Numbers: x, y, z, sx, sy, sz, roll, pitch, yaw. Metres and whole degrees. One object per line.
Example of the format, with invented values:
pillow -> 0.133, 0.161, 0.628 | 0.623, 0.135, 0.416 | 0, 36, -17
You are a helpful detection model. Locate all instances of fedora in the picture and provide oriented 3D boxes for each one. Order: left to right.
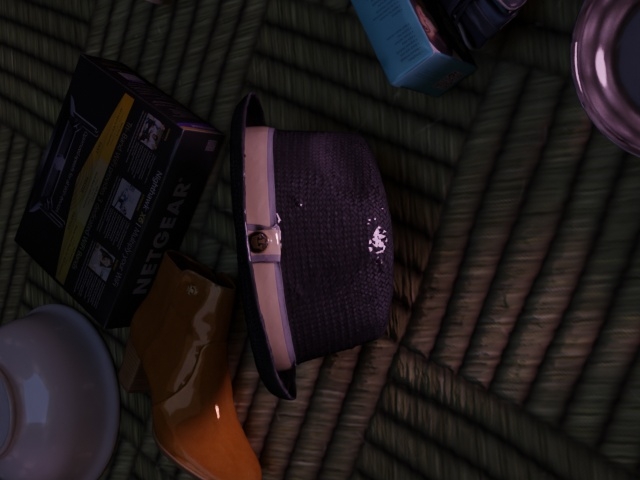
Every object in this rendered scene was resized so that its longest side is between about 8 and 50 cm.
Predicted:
fedora -> 0.000, 0.000, 0.949 | 0.153, 0.334, 0.333 | -6, 85, 3

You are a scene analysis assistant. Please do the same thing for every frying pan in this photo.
frying pan -> 0.367, -0.182, 0.709 | 0.326, 0.053, 0.197 | -21, 84, 22

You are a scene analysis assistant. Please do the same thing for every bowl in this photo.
bowl -> -0.448, 0.246, 1.315 | 0.298, 0.134, 0.297 | 0, 89, 37

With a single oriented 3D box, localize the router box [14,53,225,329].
router box -> -0.291, -0.070, 1.231 | 0.243, 0.081, 0.308 | 37, 111, 31

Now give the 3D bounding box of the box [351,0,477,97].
box -> 0.075, -0.277, 0.949 | 0.060, 0.100, 0.244 | -33, 71, 31

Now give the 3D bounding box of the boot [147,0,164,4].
boot -> -0.272, -0.460, 1.220 | 0.244, 0.088, 0.176 | 36, 110, 22

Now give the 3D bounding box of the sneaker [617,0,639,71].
sneaker -> 0.302, -0.251, 0.805 | 0.087, 0.083, 0.221 | -23, 85, 25

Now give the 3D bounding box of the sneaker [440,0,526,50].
sneaker -> 0.110, -0.267, 0.852 | 0.086, 0.226, 0.163 | -38, 71, 51

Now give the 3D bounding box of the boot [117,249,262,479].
boot -> -0.147, 0.156, 1.111 | 0.295, 0.104, 0.211 | 37, 111, 35
